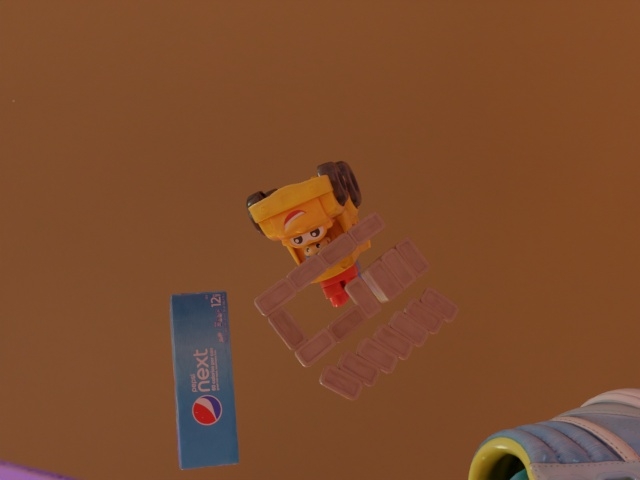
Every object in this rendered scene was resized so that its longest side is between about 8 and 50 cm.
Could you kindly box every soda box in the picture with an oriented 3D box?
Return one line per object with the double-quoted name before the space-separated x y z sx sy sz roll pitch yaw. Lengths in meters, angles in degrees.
"soda box" -0.146 0.172 1.042 0.071 0.067 0.210 -3 -104 -13

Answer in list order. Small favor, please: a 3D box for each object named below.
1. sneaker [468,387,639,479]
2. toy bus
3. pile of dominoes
"sneaker" 0.208 0.186 0.439 0.208 0.319 0.127 -2 -77 -35
"toy bus" 0.000 0.000 1.286 0.149 0.220 0.212 -21 -90 12
"pile of dominoes" 0.054 0.095 1.191 0.251 0.040 0.196 -36 -92 -25
